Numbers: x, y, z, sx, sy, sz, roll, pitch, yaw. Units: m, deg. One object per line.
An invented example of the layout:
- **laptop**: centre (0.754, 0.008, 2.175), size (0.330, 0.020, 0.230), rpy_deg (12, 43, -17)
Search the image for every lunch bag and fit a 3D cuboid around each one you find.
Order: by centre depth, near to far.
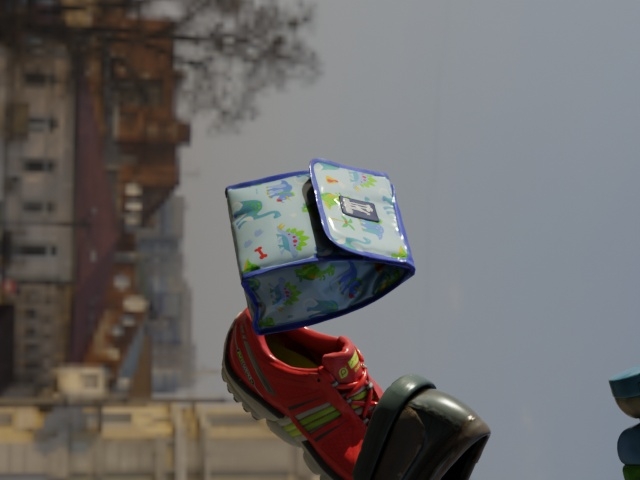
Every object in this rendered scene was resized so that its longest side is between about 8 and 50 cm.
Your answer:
- **lunch bag**: centre (0.000, 0.000, 1.383), size (0.129, 0.151, 0.096), rpy_deg (-102, -178, -47)

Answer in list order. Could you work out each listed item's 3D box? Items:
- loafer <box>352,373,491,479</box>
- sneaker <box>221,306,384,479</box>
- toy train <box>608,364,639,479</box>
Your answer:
- **loafer**: centre (0.061, 0.238, 1.217), size (0.084, 0.096, 0.267), rpy_deg (25, -67, 29)
- **sneaker**: centre (0.020, 0.155, 1.489), size (0.107, 0.279, 0.118), rpy_deg (-38, 154, -46)
- **toy train**: centre (0.353, 0.147, 1.321), size (0.105, 0.248, 0.143), rpy_deg (-12, -85, 61)
